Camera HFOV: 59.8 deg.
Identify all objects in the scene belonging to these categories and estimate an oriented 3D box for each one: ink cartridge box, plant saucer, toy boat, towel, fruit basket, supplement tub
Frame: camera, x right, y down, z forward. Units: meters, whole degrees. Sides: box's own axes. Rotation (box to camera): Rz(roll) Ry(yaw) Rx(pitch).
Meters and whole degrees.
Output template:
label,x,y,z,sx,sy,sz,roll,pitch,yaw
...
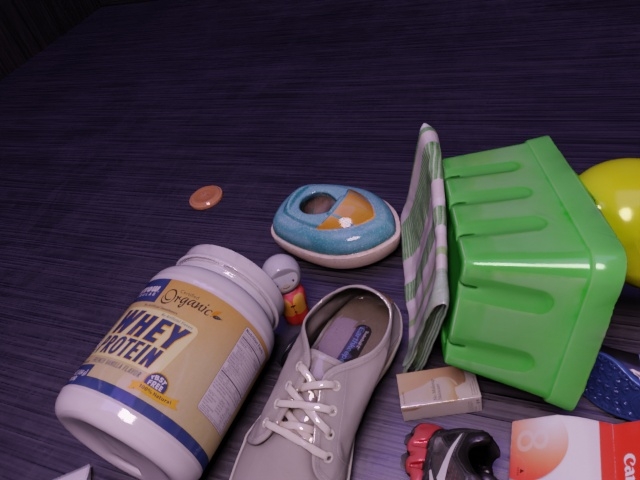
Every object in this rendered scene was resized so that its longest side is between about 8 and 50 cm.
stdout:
label,x,y,z,sx,sy,sz,roll,pitch,yaw
ink cartridge box,0.305,0.273,0.647,0.179,0.045,0.145,-32,26,43
plant saucer,-0.277,-0.106,1.342,0.083,0.013,0.084,-9,43,9
toy boat,0.000,0.000,1.031,0.267,0.148,0.318,10,48,28
towel,0.155,0.014,0.858,0.038,0.248,0.325,5,55,2
fruit basket,0.350,0.012,0.769,0.391,0.283,0.392,1,33,-1
supplement tub,-0.210,0.182,0.849,0.228,0.228,0.316,9,48,27

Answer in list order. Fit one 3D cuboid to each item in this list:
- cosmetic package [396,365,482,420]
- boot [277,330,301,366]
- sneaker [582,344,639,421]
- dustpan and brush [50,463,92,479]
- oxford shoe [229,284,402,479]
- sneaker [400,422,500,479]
label,x,y,z,sx,sy,sz,roll,pitch,yaw
cosmetic package,0.172,0.222,0.814,0.115,0.041,0.060,-11,42,7
boot,0.002,0.186,0.913,0.121,0.045,0.099,-39,52,-20
sneaker,0.440,0.194,0.734,0.090,0.082,0.232,-13,27,-35
dustpan and brush,-0.403,0.421,0.782,0.147,0.060,0.211,-22,42,-5
oxford shoe,-0.014,0.241,0.771,0.169,0.130,0.449,18,62,23
sneaker,0.156,0.334,0.635,0.135,0.097,0.276,-23,34,34
